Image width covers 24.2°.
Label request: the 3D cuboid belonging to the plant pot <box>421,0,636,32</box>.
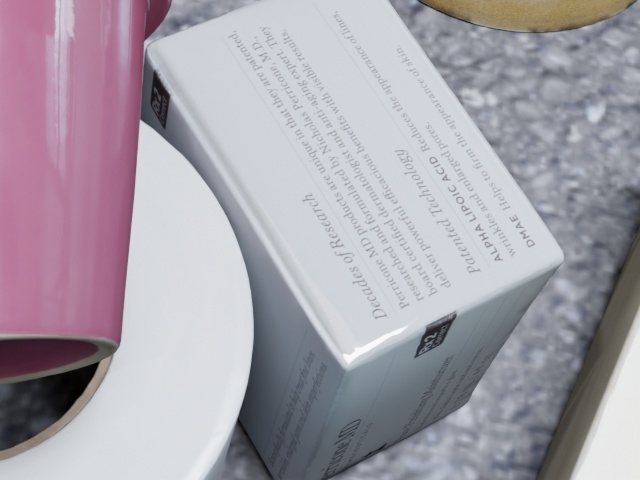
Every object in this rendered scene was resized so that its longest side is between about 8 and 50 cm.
[{"bbox_3d":[0.122,-0.239,0.962,0.236,0.032,0.236,5,61,-9],"label":"plant pot"}]

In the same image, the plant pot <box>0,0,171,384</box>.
[{"bbox_3d":[-0.146,-0.041,0.534,0.201,0.201,0.180,-6,79,-14],"label":"plant pot"}]

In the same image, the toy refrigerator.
[{"bbox_3d":[0.185,0.068,0.741,0.094,0.102,0.269,25,72,3],"label":"toy refrigerator"}]

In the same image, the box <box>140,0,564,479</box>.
[{"bbox_3d":[0.000,0.000,0.725,0.119,0.181,0.182,-25,70,-21],"label":"box"}]

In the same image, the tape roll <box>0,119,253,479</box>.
[{"bbox_3d":[-0.160,0.067,0.668,0.246,0.169,0.246,4,62,-8],"label":"tape roll"}]
